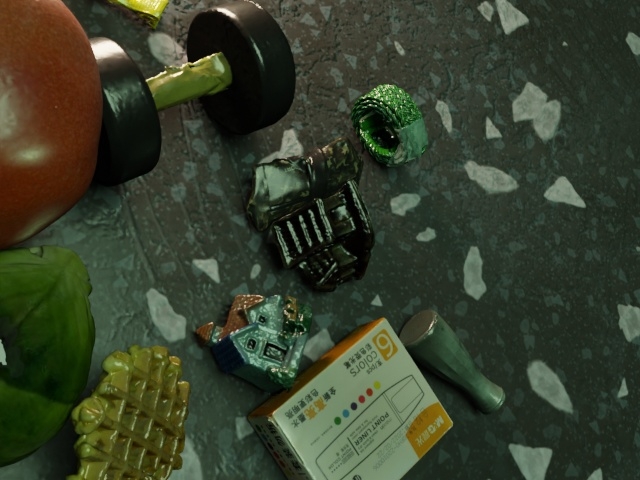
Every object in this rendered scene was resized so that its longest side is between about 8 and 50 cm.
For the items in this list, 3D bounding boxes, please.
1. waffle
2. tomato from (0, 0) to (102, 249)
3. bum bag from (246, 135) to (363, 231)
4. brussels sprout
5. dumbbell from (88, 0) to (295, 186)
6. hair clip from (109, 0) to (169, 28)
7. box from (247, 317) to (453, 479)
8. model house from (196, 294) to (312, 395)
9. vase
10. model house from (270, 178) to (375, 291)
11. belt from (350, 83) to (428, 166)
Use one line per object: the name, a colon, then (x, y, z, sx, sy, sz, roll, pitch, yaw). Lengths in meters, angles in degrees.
waffle: (-0.237, 0.260, 1.000, 0.253, 0.056, 0.249, -10, 100, -72)
tomato: (-0.411, -0.156, 0.930, 0.273, 0.341, 0.341, -11, 80, -27)
bum bag: (-0.024, -0.101, 1.308, 0.248, 0.069, 0.102, -25, 126, -36)
brussels sprout: (-0.383, 0.126, 0.942, 0.219, 0.210, 0.271, 38, 43, -21)
dumbbell: (-0.216, -0.224, 1.152, 0.322, 0.204, 0.203, -28, 90, -34)
hair clip: (-0.330, -0.400, 1.235, 0.173, 0.046, 0.072, 29, 57, -18)
box: (0.053, 0.281, 1.217, 0.274, 0.091, 0.220, -37, 96, -34)
model house: (-0.105, 0.141, 1.161, 0.149, 0.119, 0.148, 23, 63, -15)
vase: (0.236, 0.219, 1.360, 0.214, 0.086, 0.086, 44, 57, -17)
model house: (0.003, 0.007, 1.265, 0.152, 0.106, 0.165, -23, 92, -33)
belt: (0.120, -0.200, 1.399, 0.079, 0.121, 0.151, -44, 104, -36)
